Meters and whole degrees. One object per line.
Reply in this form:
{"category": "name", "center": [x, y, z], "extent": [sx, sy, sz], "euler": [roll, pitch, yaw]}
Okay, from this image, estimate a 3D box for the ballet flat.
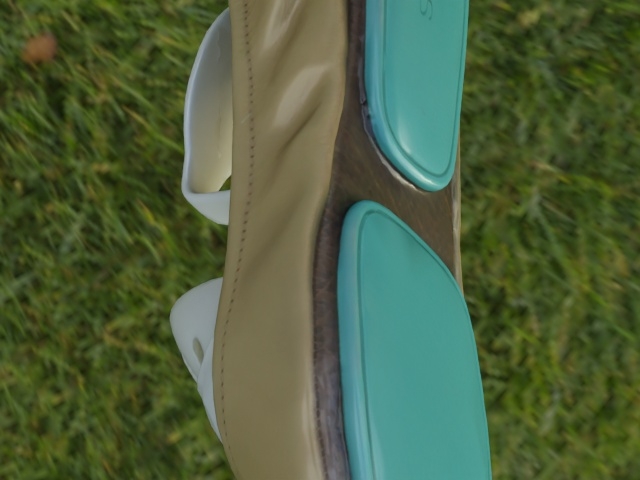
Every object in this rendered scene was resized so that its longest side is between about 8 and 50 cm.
{"category": "ballet flat", "center": [0.000, 0.000, 0.480], "extent": [0.073, 0.232, 0.080], "euler": [-17, 140, 28]}
